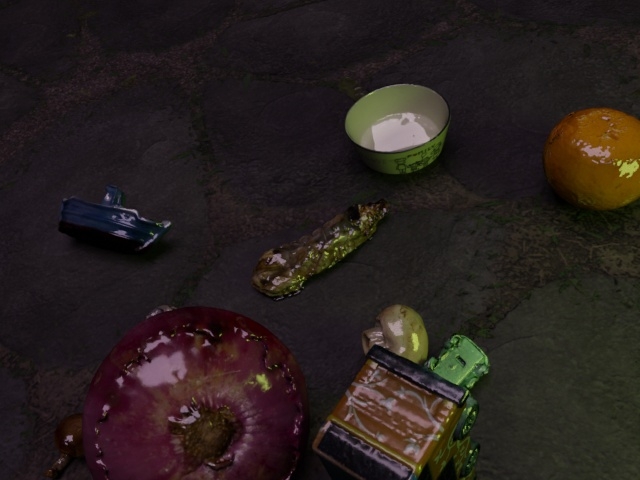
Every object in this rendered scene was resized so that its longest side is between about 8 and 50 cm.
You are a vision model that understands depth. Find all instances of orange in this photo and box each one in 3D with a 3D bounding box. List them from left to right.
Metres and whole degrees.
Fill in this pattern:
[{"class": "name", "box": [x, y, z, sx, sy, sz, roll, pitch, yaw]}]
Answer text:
[{"class": "orange", "box": [0.552, -0.160, 1.379, 0.219, 0.193, 0.219, 7, 52, -9]}]

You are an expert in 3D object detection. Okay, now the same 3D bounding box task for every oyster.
[{"class": "oyster", "box": [0.001, 0.002, 1.470, 0.345, 0.078, 0.128, -32, 42, -10]}]

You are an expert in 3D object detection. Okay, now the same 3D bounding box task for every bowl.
[{"class": "bowl", "box": [0.180, -0.238, 1.582, 0.238, 0.126, 0.237, -7, 50, 9]}]

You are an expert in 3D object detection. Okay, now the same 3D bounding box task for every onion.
[{"class": "onion", "box": [-0.191, 0.279, 1.138, 0.359, 0.358, 0.345, -10, 7, 6]}]

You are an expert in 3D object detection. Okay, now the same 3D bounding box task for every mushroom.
[{"class": "mushroom", "box": [-0.453, 0.376, 1.268, 0.088, 0.073, 0.129, 33, 64, -3]}, {"class": "mushroom", "box": [0.134, 0.182, 1.238, 0.112, 0.148, 0.148, -5, 48, -11]}]

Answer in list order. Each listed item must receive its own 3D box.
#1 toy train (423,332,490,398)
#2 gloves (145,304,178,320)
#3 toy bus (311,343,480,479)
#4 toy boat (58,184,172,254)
[{"class": "toy train", "box": [0.222, 0.237, 1.205, 0.099, 0.081, 0.149, 43, 58, 9]}, {"class": "gloves", "box": [-0.289, 0.178, 1.381, 0.144, 0.094, 0.110, 4, 40, 28]}, {"class": "toy bus", "box": [0.120, 0.316, 1.001, 0.162, 0.323, 0.194, 23, 61, 29]}, {"class": "toy boat", "box": [-0.475, -0.055, 1.593, 0.309, 0.129, 0.142, 12, 69, 22]}]
